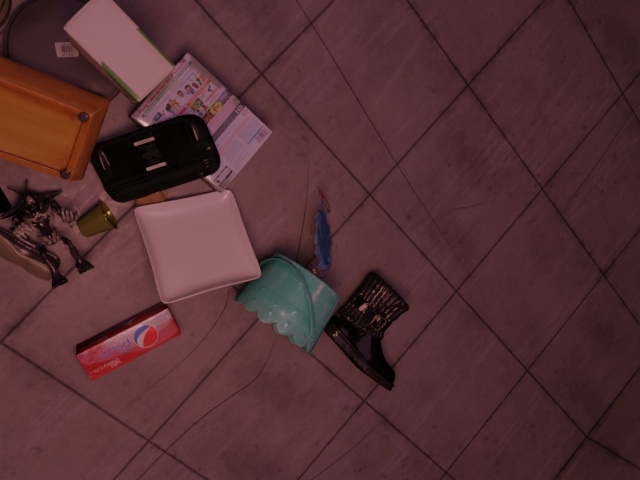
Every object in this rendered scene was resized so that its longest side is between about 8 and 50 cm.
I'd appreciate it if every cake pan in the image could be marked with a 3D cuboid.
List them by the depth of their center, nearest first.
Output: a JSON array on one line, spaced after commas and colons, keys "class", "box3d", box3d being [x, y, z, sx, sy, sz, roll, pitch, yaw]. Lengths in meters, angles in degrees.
[{"class": "cake pan", "box3d": [-0.618, -0.460, 1.382, 0.294, 0.054, 0.292, -4, 101, -22]}]

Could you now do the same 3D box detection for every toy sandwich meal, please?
[{"class": "toy sandwich meal", "box3d": [-0.460, -0.115, 1.529, 0.086, 0.029, 0.085, -9, 114, -20]}]

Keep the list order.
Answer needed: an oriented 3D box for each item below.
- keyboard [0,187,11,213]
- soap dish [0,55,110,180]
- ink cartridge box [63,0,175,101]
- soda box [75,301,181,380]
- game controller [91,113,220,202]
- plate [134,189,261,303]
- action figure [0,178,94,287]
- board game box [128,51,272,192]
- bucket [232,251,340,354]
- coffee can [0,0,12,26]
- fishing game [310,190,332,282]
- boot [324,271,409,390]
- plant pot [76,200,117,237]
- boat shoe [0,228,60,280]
[{"class": "keyboard", "box3d": [-0.848, -0.139, 1.366, 0.100, 0.038, 0.192, -39, 113, -37]}, {"class": "soap dish", "box3d": [-0.676, -0.278, 1.321, 0.291, 0.118, 0.228, 20, 114, -24]}, {"class": "ink cartridge box", "box3d": [-0.454, -0.422, 1.277, 0.117, 0.278, 0.201, -47, 113, -5]}, {"class": "soda box", "box3d": [-0.524, 0.271, 1.544, 0.263, 0.083, 0.092, -28, 110, -16]}, {"class": "game controller", "box3d": [-0.422, -0.207, 1.442, 0.320, 0.067, 0.166, -16, 107, 7]}, {"class": "plate", "box3d": [-0.332, 0.013, 1.529, 0.278, 0.045, 0.277, -15, 74, -25]}, {"class": "action figure", "box3d": [-0.667, -0.031, 1.379, 0.164, 0.141, 0.275, -33, 97, -33]}, {"class": "board game box", "box3d": [-0.318, -0.310, 1.513, 0.303, 0.097, 0.224, 42, 83, -24]}, {"class": "bucket", "box3d": [-0.090, 0.174, 1.613, 0.281, 0.281, 0.183, 40, 78, -24]}, {"class": "coffee can", "box3d": [-0.774, -0.550, 1.178, 0.202, 0.275, 0.201, -4, 101, -22]}, {"class": "fishing game", "box3d": [0.000, 0.000, 1.650, 0.041, 0.189, 0.263, -3, 68, 14]}, {"class": "boot", "box3d": [0.195, 0.299, 1.824, 0.260, 0.131, 0.348, -44, 112, -10]}, {"class": "plant pot", "box3d": [-0.586, -0.048, 1.467, 0.079, 0.083, 0.083, -29, 110, -2]}, {"class": "boat shoe", "box3d": [-0.756, 0.020, 1.424, 0.206, 0.075, 0.065, 39, 41, -19]}]
